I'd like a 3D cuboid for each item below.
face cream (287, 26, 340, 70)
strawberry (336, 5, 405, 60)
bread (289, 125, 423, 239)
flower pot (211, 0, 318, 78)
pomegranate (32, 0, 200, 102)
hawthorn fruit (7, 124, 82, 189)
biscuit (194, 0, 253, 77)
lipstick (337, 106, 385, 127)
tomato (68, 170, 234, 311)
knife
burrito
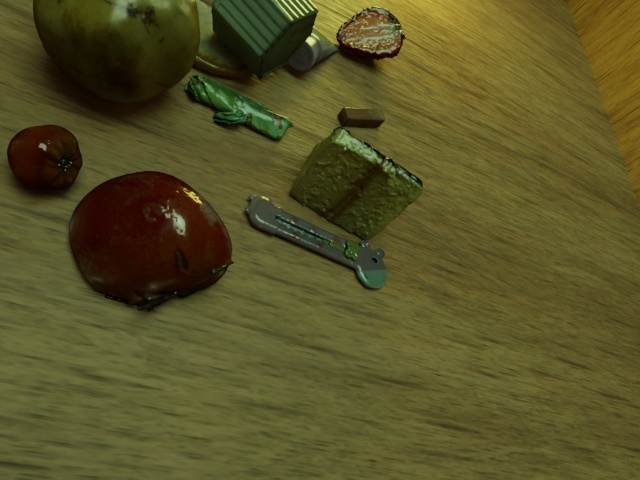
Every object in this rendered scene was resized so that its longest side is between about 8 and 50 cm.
[{"bbox_3d":[-0.028,-0.606,1.505,0.154,0.096,0.274,34,37,-8],"label":"face cream"},{"bbox_3d":[0.159,-0.678,1.657,0.236,0.111,0.190,-15,81,-13],"label":"strawberry"},{"bbox_3d":[0.105,-0.172,1.221,0.263,0.236,0.198,30,51,-14],"label":"bread"},{"bbox_3d":[-0.146,-0.572,1.270,0.209,0.239,0.189,-44,94,-12],"label":"flower pot"},{"bbox_3d":[-0.417,-0.462,1.026,0.332,0.332,0.332,15,56,-24],"label":"pomegranate"},{"bbox_3d":[-0.513,-0.159,0.903,0.140,0.125,0.125,46,49,-3],"label":"hawthorn fruit"},{"bbox_3d":[-0.313,-0.541,1.307,0.309,0.040,0.204,43,49,-5],"label":"biscuit"},{"bbox_3d":[0.124,-0.372,1.480,0.145,0.045,0.045,-7,66,-35],"label":"lipstick"},{"bbox_3d":[-0.303,-0.030,0.925,0.309,0.170,0.309,16,56,-26],"label":"tomato"},{"bbox_3d":[0.000,0.000,1.186,0.399,0.038,0.132,24,50,-18],"label":"knife"},{"bbox_3d":[-0.206,-0.325,1.242,0.288,0.054,0.104,24,55,-20],"label":"burrito"}]
